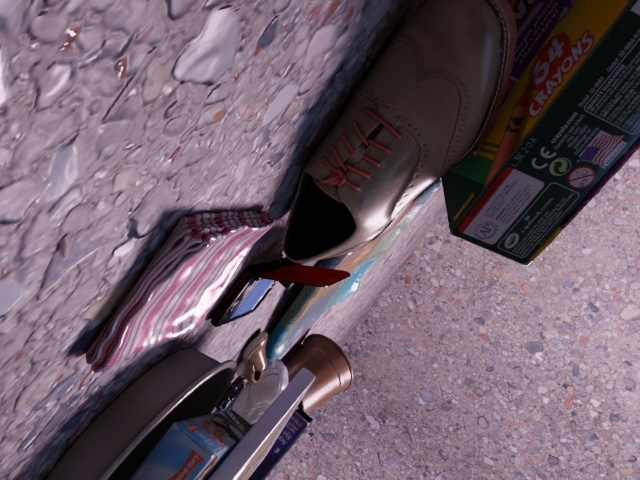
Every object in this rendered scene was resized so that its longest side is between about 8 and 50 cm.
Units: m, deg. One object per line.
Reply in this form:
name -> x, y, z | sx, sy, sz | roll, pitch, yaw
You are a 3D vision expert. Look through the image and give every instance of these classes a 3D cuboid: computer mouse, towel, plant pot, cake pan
computer mouse -> -0.193, 0.339, 1.347 | 0.242, 0.041, 0.071 | -55, 169, 22
towel -> -0.109, 0.039, 0.630 | 0.144, 0.029, 0.197 | -52, 171, 12
towel -> 0.044, 0.053, 1.231 | 0.271, 0.040, 0.370 | -37, 168, -38
plant pot -> -0.034, 0.339, 1.776 | 0.165, 0.167, 0.167 | -32, 161, -41
cake pan -> -0.211, 0.234, 0.821 | 0.293, 0.054, 0.293 | -49, 171, -11

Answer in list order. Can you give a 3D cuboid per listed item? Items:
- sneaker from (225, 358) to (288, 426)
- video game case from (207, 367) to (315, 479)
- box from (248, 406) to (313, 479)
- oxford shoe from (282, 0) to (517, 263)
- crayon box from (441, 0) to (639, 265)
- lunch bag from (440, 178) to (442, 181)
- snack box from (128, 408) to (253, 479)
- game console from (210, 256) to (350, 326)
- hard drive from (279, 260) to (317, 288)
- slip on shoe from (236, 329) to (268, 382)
sneaker -> -0.141, 0.319, 1.413 | 0.237, 0.085, 0.086 | -48, -162, 23
video game case -> -0.102, 0.292, 0.936 | 0.227, 0.026, 0.206 | -43, 165, -50
box -> -0.139, 0.406, 1.514 | 0.207, 0.153, 0.108 | -51, 170, -5
oxford shoe -> 0.063, -0.086, 0.691 | 0.130, 0.123, 0.348 | -36, 162, -40
crayon box -> 0.248, -0.210, 0.731 | 0.363, 0.106, 0.313 | -57, -161, 34
lunch bag -> 0.230, -0.175, 1.206 | 0.151, 0.096, 0.129 | -56, 176, -35
snack box -> -0.176, 0.301, 0.883 | 0.187, 0.060, 0.322 | -51, 170, -6
game console -> -0.044, 0.067, 0.869 | 0.124, 0.085, 0.144 | -53, 170, 11
hard drive -> 0.000, 0.000, 1.012 | 0.135, 0.022, 0.094 | -43, 168, -40
slip on shoe -> -0.105, 0.195, 1.202 | 0.051, 0.041, 0.135 | -43, 168, -41
